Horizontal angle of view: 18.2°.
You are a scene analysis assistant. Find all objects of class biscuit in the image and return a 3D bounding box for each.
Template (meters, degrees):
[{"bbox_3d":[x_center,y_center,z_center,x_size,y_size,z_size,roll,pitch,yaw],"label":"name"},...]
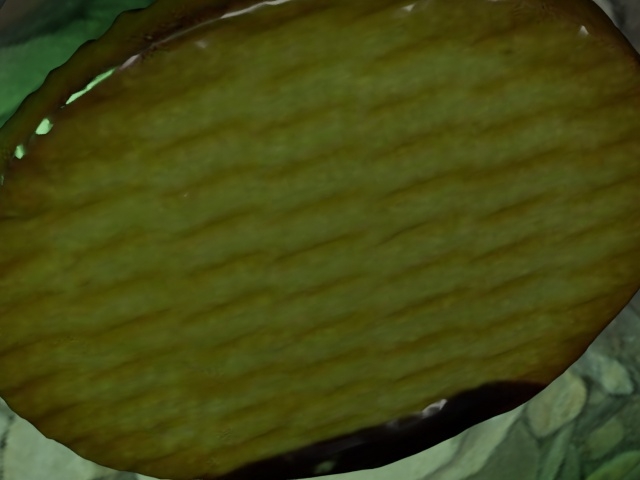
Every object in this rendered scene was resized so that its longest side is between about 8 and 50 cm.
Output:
[{"bbox_3d":[0.000,0.000,0.858,0.318,0.040,0.318,-10,138,-9],"label":"biscuit"}]

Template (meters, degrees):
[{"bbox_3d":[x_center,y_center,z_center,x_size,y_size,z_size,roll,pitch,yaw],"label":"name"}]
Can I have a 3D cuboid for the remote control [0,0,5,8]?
[{"bbox_3d":[-0.194,-0.158,0.718,0.221,0.103,0.332,30,104,-28],"label":"remote control"}]
